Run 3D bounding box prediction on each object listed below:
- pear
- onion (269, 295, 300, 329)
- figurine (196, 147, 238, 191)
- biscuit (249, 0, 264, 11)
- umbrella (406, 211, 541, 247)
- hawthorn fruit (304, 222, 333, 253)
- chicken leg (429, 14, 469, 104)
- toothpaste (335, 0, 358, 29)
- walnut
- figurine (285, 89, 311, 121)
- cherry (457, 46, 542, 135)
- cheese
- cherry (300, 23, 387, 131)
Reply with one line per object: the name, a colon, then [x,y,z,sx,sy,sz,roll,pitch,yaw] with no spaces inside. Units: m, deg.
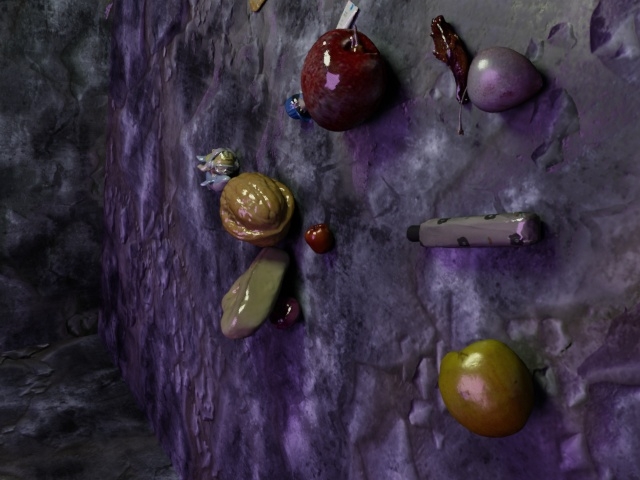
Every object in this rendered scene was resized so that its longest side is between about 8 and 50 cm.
pear: [0.344,0.305,1.153,0.200,0.200,0.199,12,105,51]
onion: [-0.114,0.238,1.816,0.115,0.104,0.115,-15,50,18]
figurine: [-0.376,-0.267,2.043,0.208,0.129,0.183,50,130,41]
biscuit: [-0.192,-0.802,1.801,0.147,0.018,0.071,-32,69,49]
umbrella: [0.322,-0.019,1.227,0.337,0.067,0.073,-3,80,52]
hawthorn fruit: [0.000,0.000,1.646,0.081,0.081,0.093,8,131,51]
chicken leg: [0.287,-0.403,1.226,0.093,0.053,0.204,113,146,-65]
toothpaste: [0.049,-0.556,1.524,0.048,0.031,0.190,56,132,34]
walnut: [-0.197,-0.095,1.771,0.257,0.257,0.224,47,162,37]
figurine: [-0.047,-0.418,1.634,0.086,0.087,0.149,-81,17,-51]
cherry: [0.359,-0.289,1.117,0.148,0.115,0.187,7,113,12]
cheese: [-0.246,0.217,1.813,0.351,0.130,0.328,-47,15,42]
cherry: [0.055,-0.395,1.407,0.230,0.203,0.300,59,151,25]
